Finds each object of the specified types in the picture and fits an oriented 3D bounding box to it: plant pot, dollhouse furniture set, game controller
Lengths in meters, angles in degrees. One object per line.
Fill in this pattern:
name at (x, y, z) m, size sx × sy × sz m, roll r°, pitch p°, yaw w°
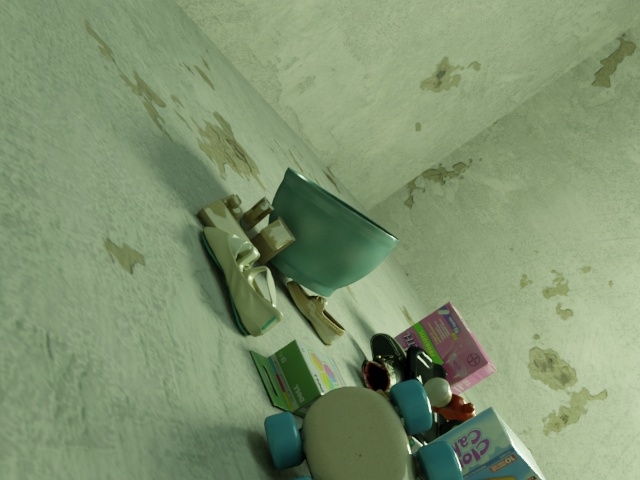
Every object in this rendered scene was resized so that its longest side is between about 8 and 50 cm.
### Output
plant pot at (0.000, 0.000, 1.554) m, size 0.293 × 0.196 × 0.293 m, roll 32°, pitch 6°, yaw -4°
dollhouse furniture set at (-0.168, -0.006, 1.395) m, size 0.151 × 0.123 × 0.144 m, roll -34°, pitch 88°, yaw -46°
game controller at (0.252, 0.403, 1.678) m, size 0.166 × 0.067 × 0.319 m, roll 41°, pitch 34°, yaw -27°

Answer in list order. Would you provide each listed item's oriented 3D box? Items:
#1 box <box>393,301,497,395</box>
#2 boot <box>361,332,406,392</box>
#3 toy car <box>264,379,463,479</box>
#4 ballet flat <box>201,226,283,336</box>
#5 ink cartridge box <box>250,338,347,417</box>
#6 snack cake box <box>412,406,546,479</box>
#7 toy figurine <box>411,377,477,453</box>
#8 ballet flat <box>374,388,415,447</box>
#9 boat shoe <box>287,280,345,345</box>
box at (0.336, 0.337, 2.025) m, size 0.117 × 0.243 × 0.213 m, roll 39°, pitch 19°, yaw -57°
boot at (0.154, 0.301, 1.711) m, size 0.178 × 0.085 × 0.236 m, roll 46°, pitch 20°, yaw -50°
toy car at (0.057, 0.343, 0.957) m, size 0.210 × 0.219 × 0.238 m, roll -113°, pitch -166°, yaw -53°
ballet flat at (-0.130, 0.054, 1.216) m, size 0.086 × 0.086 × 0.248 m, roll 41°, pitch 16°, yaw -54°
ink cartridge box at (-0.023, 0.234, 1.176) m, size 0.209 × 0.062 × 0.109 m, roll 41°, pitch 18°, yaw -55°
snack cake box at (0.213, 0.401, 1.145) m, size 0.152 × 0.264 × 0.089 m, roll 49°, pitch 12°, yaw -31°
toy figurine at (0.216, 0.395, 1.356) m, size 0.148 × 0.209 × 0.213 m, roll 44°, pitch 14°, yaw -23°
ballet flat at (0.089, 0.323, 1.173) m, size 0.116 × 0.124 × 0.342 m, roll 55°, pitch -6°, yaw 16°
boat shoe at (-0.007, 0.148, 1.551) m, size 0.170 × 0.059 × 0.063 m, roll 54°, pitch 10°, yaw -8°
